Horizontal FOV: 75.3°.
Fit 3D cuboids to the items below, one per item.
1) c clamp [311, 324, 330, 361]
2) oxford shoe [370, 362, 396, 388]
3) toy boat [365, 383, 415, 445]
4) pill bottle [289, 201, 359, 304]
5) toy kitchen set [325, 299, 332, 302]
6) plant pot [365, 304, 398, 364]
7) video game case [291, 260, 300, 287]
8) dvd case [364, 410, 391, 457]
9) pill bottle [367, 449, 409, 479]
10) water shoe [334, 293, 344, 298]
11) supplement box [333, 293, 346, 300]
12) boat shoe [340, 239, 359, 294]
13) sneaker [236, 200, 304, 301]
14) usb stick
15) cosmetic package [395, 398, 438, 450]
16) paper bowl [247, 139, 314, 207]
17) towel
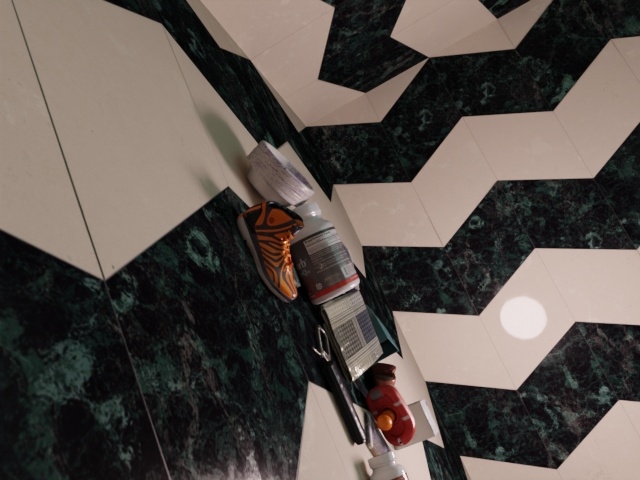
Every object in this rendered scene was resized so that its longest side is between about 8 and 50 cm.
[{"bbox_3d":[0.005,0.362,1.478,0.137,0.022,0.161,57,14,-30],"label":"c clamp"},{"bbox_3d":[0.293,0.663,1.956,0.348,0.123,0.130,9,83,-79],"label":"oxford shoe"},{"bbox_3d":[0.263,0.688,1.608,0.231,0.151,0.151,59,27,10],"label":"toy boat"},{"bbox_3d":[-0.013,0.047,1.620,0.363,0.210,0.210,64,12,5],"label":"pill bottle"},{"bbox_3d":[0.018,0.234,1.816,0.068,0.075,0.083,25,-19,-9],"label":"toy kitchen set"},{"bbox_3d":[0.230,0.441,1.984,0.165,0.165,0.234,51,10,-47],"label":"plant pot"},{"bbox_3d":[-0.129,0.088,1.494,0.157,0.019,0.143,68,13,20],"label":"video game case"},{"bbox_3d":[0.224,0.775,1.551,0.221,0.018,0.164,60,12,-15],"label":"dvd case"},{"bbox_3d":[0.227,0.782,1.291,0.121,0.121,0.216,43,24,-60],"label":"pill bottle"},{"bbox_3d":[0.106,0.337,1.918,0.080,0.073,0.203,-11,74,-51],"label":"water shoe"},{"bbox_3d":[0.087,0.290,1.841,0.083,0.083,0.056,66,13,4],"label":"supplement box"},{"bbox_3d":[0.115,0.130,2.196,0.158,0.127,0.341,53,14,-71],"label":"boat shoe"},{"bbox_3d":[-0.115,0.025,1.286,0.321,0.180,0.124,62,12,-6],"label":"sneaker"},{"bbox_3d":[0.078,0.532,1.376,0.077,0.045,0.278,37,28,-80],"label":"usb stick"},{"bbox_3d":[0.402,0.813,1.840,0.151,0.183,0.151,38,28,-64],"label":"cosmetic package"},{"bbox_3d":[-0.168,-0.238,1.607,0.284,0.148,0.284,43,11,-11],"label":"paper bowl"},{"bbox_3d":[0.128,0.381,1.711,0.324,0.056,0.312,-14,81,-58],"label":"towel"}]
